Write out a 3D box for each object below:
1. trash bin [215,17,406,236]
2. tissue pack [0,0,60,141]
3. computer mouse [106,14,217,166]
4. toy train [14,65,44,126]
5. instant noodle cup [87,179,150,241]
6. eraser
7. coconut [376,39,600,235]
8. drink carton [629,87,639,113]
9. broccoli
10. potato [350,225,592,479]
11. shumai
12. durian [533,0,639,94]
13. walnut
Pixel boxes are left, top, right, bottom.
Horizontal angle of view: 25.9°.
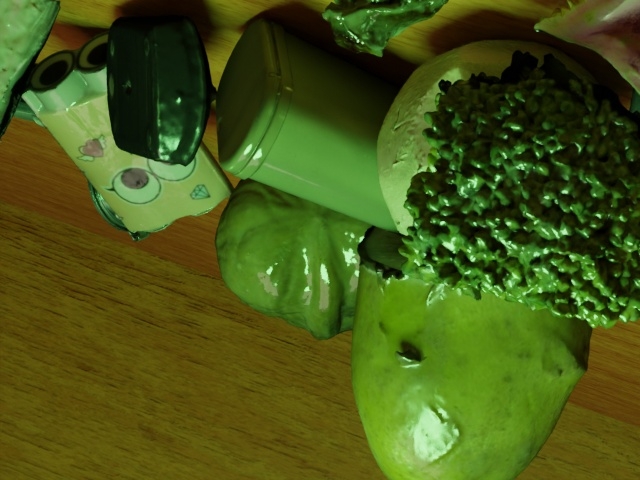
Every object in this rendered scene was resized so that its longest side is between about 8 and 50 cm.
[{"bbox_3d":[0.020,-0.117,1.517,0.247,0.121,0.243,22,-153,-17],"label":"trash bin"},{"bbox_3d":[-0.481,-0.220,1.829,0.123,0.245,0.332,27,168,-29],"label":"tissue pack"},{"bbox_3d":[-0.183,-0.182,1.646,0.100,0.170,0.269,-6,-167,-20],"label":"computer mouse"},{"bbox_3d":[-0.369,-0.204,2.097,0.409,0.089,0.086,12,170,37],"label":"toy train"},{"bbox_3d":[-0.263,-0.106,2.196,0.125,0.178,0.208,-4,124,33],"label":"instant noodle cup"},{"bbox_3d":[-0.257,-0.142,1.888,0.171,0.087,0.290,-21,133,14],"label":"eraser"},{"bbox_3d":[0.174,-0.079,1.341,0.227,0.227,0.230,25,172,-18],"label":"coconut"},{"bbox_3d":[0.354,-0.043,1.280,0.191,0.190,0.185,19,163,12],"label":"drink carton"},{"bbox_3d":[0.169,-0.002,1.125,0.242,0.180,0.273,27,154,31],"label":"broccoli"},{"bbox_3d":[0.192,0.120,1.596,0.289,0.296,0.397,7,-163,35],"label":"potato"},{"bbox_3d":[0.053,-0.215,1.272,0.099,0.087,0.123,31,164,-34],"label":"shumai"},{"bbox_3d":[0.323,-0.135,1.000,0.260,0.153,0.186,54,147,14],"label":"durian"},{"bbox_3d":[0.002,0.000,1.931,0.282,0.253,0.277,22,169,4],"label":"walnut"}]
